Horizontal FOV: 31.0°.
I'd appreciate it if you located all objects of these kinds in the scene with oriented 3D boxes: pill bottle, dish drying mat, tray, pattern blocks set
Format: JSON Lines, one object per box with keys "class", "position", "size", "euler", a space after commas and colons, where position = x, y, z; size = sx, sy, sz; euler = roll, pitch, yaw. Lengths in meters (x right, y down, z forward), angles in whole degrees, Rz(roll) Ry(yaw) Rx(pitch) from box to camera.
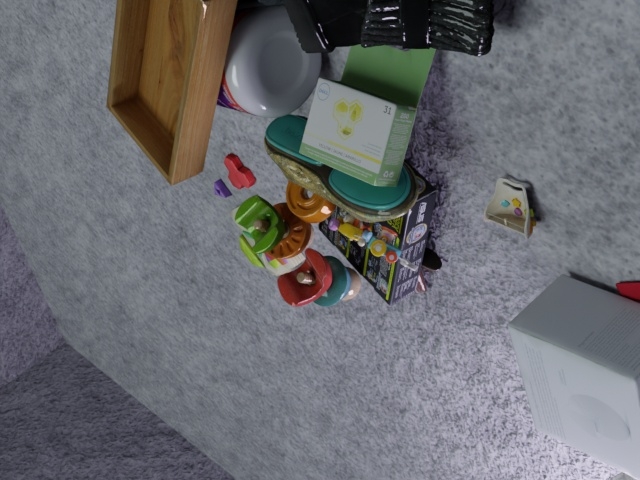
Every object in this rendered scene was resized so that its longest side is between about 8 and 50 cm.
{"class": "pill bottle", "position": [-0.158, -0.315, 1.933], "size": [0.323, 0.181, 0.182], "euler": [20, 139, 49]}
{"class": "dish drying mat", "position": [0.449, 0.071, 1.605], "size": [0.032, 0.008, 0.083], "euler": [59, 153, -14]}
{"class": "tray", "position": [-0.241, -0.296, 1.824], "size": [0.203, 0.076, 0.411], "euler": [49, 146, 22]}
{"class": "pattern blocks set", "position": [-0.115, -0.008, 2.421], "size": [0.325, 0.026, 0.285], "euler": [49, 154, 8]}

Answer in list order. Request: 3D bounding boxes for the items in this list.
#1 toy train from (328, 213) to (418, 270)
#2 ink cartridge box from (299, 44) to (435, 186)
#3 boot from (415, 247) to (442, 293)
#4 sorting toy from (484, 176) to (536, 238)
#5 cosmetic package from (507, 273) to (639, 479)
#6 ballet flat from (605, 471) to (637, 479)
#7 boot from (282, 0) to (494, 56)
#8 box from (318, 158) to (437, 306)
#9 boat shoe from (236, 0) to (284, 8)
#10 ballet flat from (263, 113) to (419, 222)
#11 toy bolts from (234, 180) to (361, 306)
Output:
{"class": "toy train", "position": [0.085, -0.012, 1.845], "size": [0.166, 0.046, 0.125], "euler": [32, -171, 36]}
{"class": "ink cartridge box", "position": [0.069, -0.214, 1.680], "size": [0.171, 0.056, 0.235], "euler": [27, 108, 42]}
{"class": "boot", "position": [0.177, 0.060, 2.012], "size": [0.106, 0.037, 0.114], "euler": [36, 150, 40]}
{"class": "sorting toy", "position": [0.283, -0.054, 1.692], "size": [0.083, 0.045, 0.075], "euler": [27, 136, 43]}
{"class": "cosmetic package", "position": [0.415, 0.199, 1.667], "size": [0.224, 0.138, 0.224], "euler": [22, 142, 45]}
{"class": "ballet flat", "position": [0.571, 0.360, 1.662], "size": [0.409, 0.147, 0.147], "euler": [2, 125, 55]}
{"class": "boot", "position": [0.075, -0.355, 1.404], "size": [0.260, 0.131, 0.348], "euler": [3, 154, 19]}
{"class": "box", "position": [0.089, -0.050, 1.944], "size": [0.216, 0.060, 0.270], "euler": [46, 151, 30]}
{"class": "boat shoe", "position": [-0.046, -0.419, 1.653], "size": [0.500, 0.156, 0.187], "euler": [8, 127, 54]}
{"class": "ballet flat", "position": [0.043, -0.098, 1.805], "size": [0.348, 0.123, 0.123], "euler": [32, 147, 43]}
{"class": "toy bolts", "position": [0.000, 0.000, 1.996], "size": [0.218, 0.158, 0.228], "euler": [-39, 63, 24]}
